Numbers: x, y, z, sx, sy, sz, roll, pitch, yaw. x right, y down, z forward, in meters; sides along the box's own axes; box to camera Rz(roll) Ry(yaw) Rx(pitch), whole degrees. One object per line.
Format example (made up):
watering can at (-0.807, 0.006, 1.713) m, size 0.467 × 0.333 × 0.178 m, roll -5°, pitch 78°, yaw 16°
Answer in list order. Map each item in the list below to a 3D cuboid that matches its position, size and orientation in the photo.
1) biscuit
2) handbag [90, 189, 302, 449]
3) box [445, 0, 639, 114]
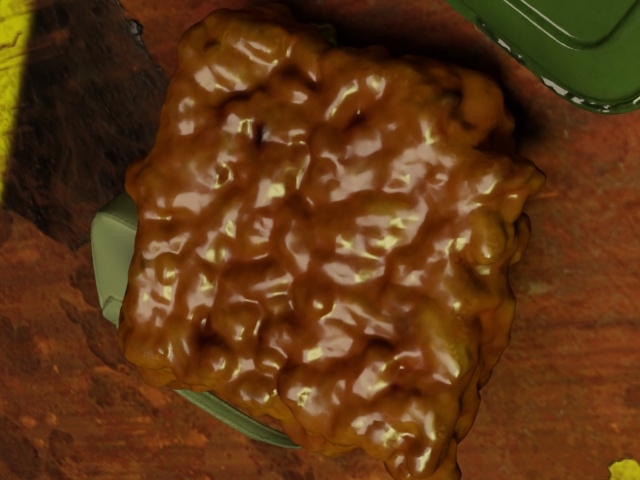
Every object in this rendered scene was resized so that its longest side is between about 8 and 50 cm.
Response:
biscuit at (0.000, 0.000, 1.113) m, size 0.312 × 0.110 × 0.318 m, roll 20°, pitch 100°, yaw 25°
handbag at (-0.086, 0.074, 1.312) m, size 0.256 × 0.079 × 0.219 m, roll 26°, pitch 137°, yaw 22°
box at (0.135, -0.269, 0.845) m, size 0.328 × 0.178 × 0.253 m, roll 41°, pitch 136°, yaw 7°
